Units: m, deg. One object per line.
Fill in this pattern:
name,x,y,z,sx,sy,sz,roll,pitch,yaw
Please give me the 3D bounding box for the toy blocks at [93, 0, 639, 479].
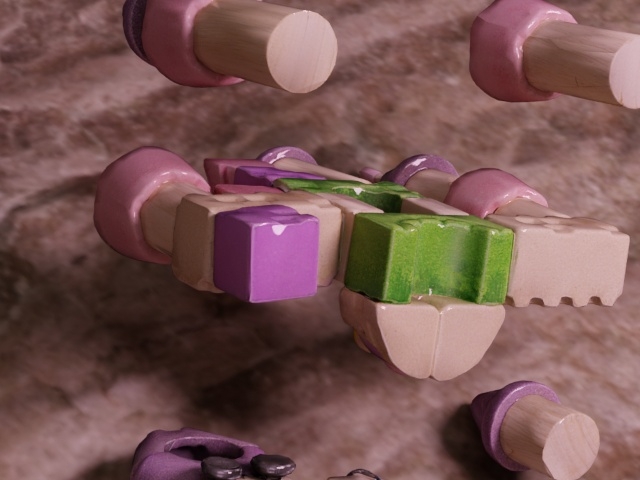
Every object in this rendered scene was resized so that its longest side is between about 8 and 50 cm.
toy blocks,0.000,0.000,1.125,0.288,0.309,0.260,0,11,-32
